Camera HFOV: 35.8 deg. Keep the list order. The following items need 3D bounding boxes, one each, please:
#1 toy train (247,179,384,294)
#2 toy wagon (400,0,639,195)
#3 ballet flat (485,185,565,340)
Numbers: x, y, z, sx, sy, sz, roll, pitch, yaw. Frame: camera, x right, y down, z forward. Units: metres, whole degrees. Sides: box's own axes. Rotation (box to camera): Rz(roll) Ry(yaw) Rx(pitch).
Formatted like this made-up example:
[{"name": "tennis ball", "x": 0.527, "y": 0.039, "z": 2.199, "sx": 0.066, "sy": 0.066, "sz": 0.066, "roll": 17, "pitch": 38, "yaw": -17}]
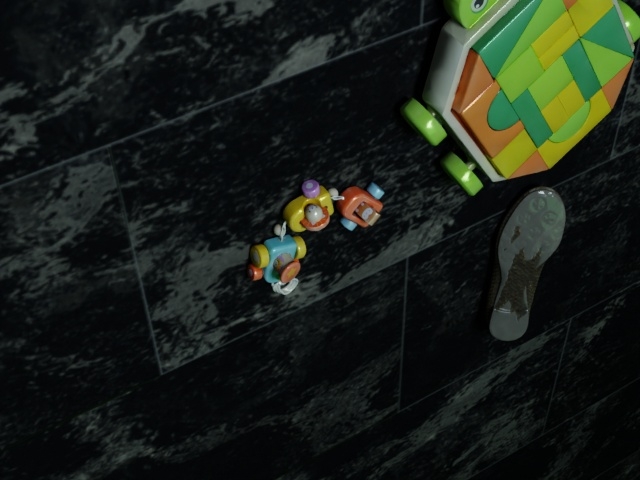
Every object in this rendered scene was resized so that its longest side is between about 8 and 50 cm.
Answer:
[{"name": "toy train", "x": 0.000, "y": 0.000, "z": 1.068, "sx": 0.166, "sy": 0.046, "sz": 0.125, "roll": -48, "pitch": 142, "yaw": 8}, {"name": "toy wagon", "x": 0.205, "y": -0.196, "z": 1.032, "sx": 0.267, "sy": 0.068, "sz": 0.344, "roll": -44, "pitch": 143, "yaw": 4}, {"name": "ballet flat", "x": 0.268, "y": 0.027, "z": 1.327, "sx": 0.084, "sy": 0.058, "sz": 0.250, "roll": 5, "pitch": 126, "yaw": 0}]
